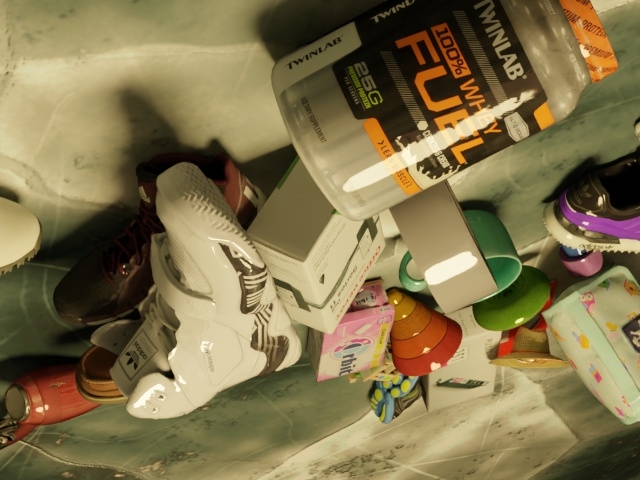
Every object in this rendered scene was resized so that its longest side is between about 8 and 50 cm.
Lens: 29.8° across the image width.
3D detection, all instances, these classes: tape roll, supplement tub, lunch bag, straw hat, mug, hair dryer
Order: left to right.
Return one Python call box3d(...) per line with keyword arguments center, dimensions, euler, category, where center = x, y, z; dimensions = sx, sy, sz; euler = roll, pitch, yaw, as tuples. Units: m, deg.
box3d(center=(-0.411, 0.234, 1.697), dimensions=(0.293, 0.080, 0.223), euler=(-19, 172, -11), category="hair dryer")
box3d(center=(0.136, -0.024, 1.446), dimensions=(0.072, 0.219, 0.219), euler=(-26, 150, 7), category="tape roll")
box3d(center=(0.126, -0.168, 1.227), dimensions=(0.316, 0.193, 0.193), euler=(-28, 150, 12), category="supplement tub")
box3d(center=(0.193, 0.015, 1.666), dimensions=(0.158, 0.097, 0.129), euler=(12, 138, -42), category="mug")
box3d(center=(0.345, 0.172, 1.971), dimensions=(0.144, 0.061, 0.144), euler=(2, 169, 0), category="straw hat")
box3d(center=(0.456, 0.160, 1.855), dimensions=(0.160, 0.223, 0.262), euler=(-33, 172, 13), category="lunch bag")

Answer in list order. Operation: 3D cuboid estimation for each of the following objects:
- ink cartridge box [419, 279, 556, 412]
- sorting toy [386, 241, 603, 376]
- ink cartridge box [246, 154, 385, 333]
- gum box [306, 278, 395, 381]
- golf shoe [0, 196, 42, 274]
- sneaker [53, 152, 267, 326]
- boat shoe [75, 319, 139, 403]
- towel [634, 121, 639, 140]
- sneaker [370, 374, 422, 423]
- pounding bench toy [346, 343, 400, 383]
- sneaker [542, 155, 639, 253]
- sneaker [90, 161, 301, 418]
box3d(center=(0.287, 0.185, 2.046), dimensions=(0.239, 0.060, 0.275), euler=(-16, 150, -4), category="ink cartridge box")
box3d(center=(0.241, 0.062, 1.805), dimensions=(0.365, 0.127, 0.126), euler=(-30, 119, 11), category="sorting toy")
box3d(center=(0.000, 0.000, 1.465), dimensions=(0.153, 0.087, 0.208), euler=(-58, 158, -19), category="ink cartridge box")
box3d(center=(0.043, 0.133, 1.806), dimensions=(0.107, 0.062, 0.188), euler=(-13, 150, -12), category="gum box")
box3d(center=(-0.397, -0.035, 1.231), dimensions=(0.273, 0.105, 0.120), euler=(9, 133, -41), category="golf shoe")
box3d(center=(-0.208, -0.020, 1.383), dimensions=(0.281, 0.106, 0.162), euler=(-31, 145, -2), category="sneaker")
box3d(center=(-0.188, 0.117, 1.614), dimensions=(0.307, 0.110, 0.104), euler=(-23, 148, -15), category="boat shoe")
box3d(center=(0.553, -0.136, 1.498), dimensions=(0.121, 0.235, 0.283), euler=(-10, 150, -28), category="towel")
box3d(center=(0.138, 0.246, 2.065), dimensions=(0.078, 0.067, 0.188), euler=(-29, 155, -29), category="sneaker")
box3d(center=(0.089, 0.205, 1.965), dimensions=(0.065, 0.052, 0.083), euler=(14, 136, -45), category="pounding bench toy")
box3d(center=(0.473, -0.057, 1.710), dimensions=(0.293, 0.102, 0.146), euler=(-3, 146, -26), category="sneaker")
box3d(center=(-0.156, 0.078, 1.329), dimensions=(0.210, 0.137, 0.366), euler=(-31, 146, -7), category="sneaker")
